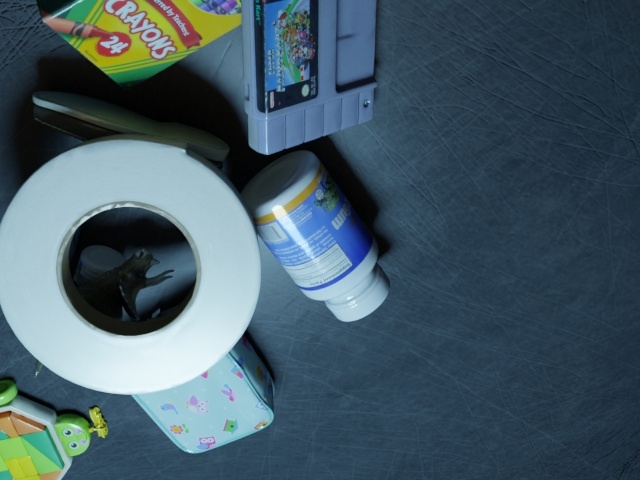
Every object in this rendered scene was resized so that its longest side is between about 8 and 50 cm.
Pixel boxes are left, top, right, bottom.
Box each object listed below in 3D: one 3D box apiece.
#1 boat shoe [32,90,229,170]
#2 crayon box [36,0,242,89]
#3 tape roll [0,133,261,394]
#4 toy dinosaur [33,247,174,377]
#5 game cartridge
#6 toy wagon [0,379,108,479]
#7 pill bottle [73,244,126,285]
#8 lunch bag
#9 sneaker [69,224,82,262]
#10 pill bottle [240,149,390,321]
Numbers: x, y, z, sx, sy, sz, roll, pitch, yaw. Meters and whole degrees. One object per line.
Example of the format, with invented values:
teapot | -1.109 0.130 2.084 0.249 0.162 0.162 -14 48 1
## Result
boat shoe | -0.298 -0.150 1.357 0.305 0.109 0.091 16 112 -16
crayon box | -0.202 -0.354 1.209 0.318 0.081 0.202 -28 153 12
tape roll | -0.279 0.036 1.304 0.392 0.072 0.392 -1 104 -5
toy dinosaur | -0.385 0.139 1.415 0.160 0.121 0.313 33 108 -7
game cartridge | -0.010 -0.313 1.244 0.230 0.068 0.355 -27 129 -39
toy wagon | -0.577 0.387 1.659 0.344 0.068 0.267 -12 119 3
pill bottle | -0.386 0.084 1.497 0.078 0.078 0.137 18 116 -13
lunch bag | -0.228 0.243 1.579 0.224 0.108 0.279 -24 116 15
sneaker | -0.442 0.017 1.472 0.059 0.053 0.144 26 113 -15
pill bottle | 0.000 0.000 1.434 0.152 0.152 0.272 -31 117 13
